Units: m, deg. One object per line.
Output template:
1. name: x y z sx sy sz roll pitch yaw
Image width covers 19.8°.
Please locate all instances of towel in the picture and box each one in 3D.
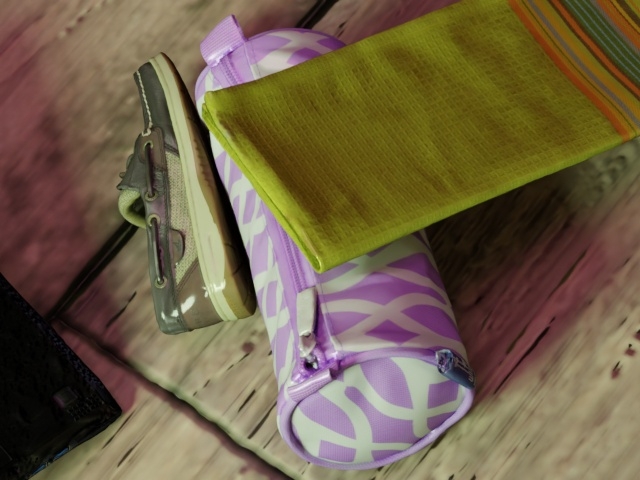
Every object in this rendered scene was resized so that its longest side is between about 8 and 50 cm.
1. towel: 0.075 -0.066 0.775 0.237 0.021 0.102 -23 54 -23

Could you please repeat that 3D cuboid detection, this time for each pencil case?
1. pencil case: 0.000 0.000 0.778 0.086 0.088 0.206 -43 43 27

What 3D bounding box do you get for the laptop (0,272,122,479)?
1. laptop: -0.270 0.094 0.827 0.264 0.136 0.234 -34 70 -33

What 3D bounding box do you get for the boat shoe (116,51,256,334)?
1. boat shoe: -0.071 -0.024 0.845 0.049 0.056 0.152 -20 52 2
